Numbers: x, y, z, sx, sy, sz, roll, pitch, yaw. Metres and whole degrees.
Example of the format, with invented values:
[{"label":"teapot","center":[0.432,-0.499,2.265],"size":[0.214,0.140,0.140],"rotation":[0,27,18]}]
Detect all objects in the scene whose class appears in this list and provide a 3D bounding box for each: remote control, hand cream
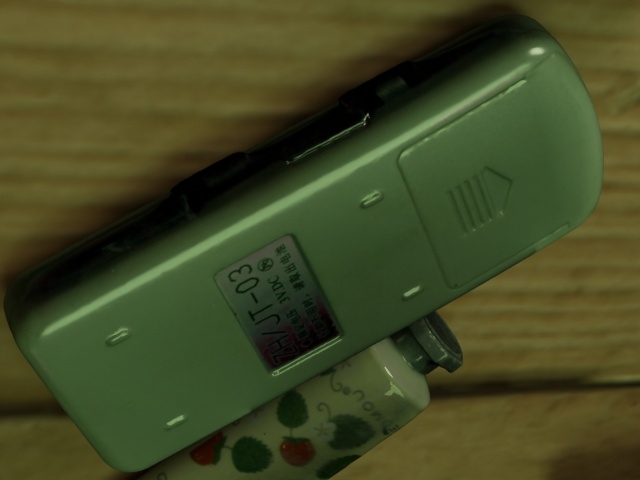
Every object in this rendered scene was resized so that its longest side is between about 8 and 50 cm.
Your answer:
[{"label":"remote control","center":[0.000,0.000,0.790],"size":[0.296,0.056,0.140],"rotation":[-29,137,-3]},{"label":"hand cream","center":[-0.043,0.127,0.884],"size":[0.276,0.059,0.095],"rotation":[-38,133,14]}]
